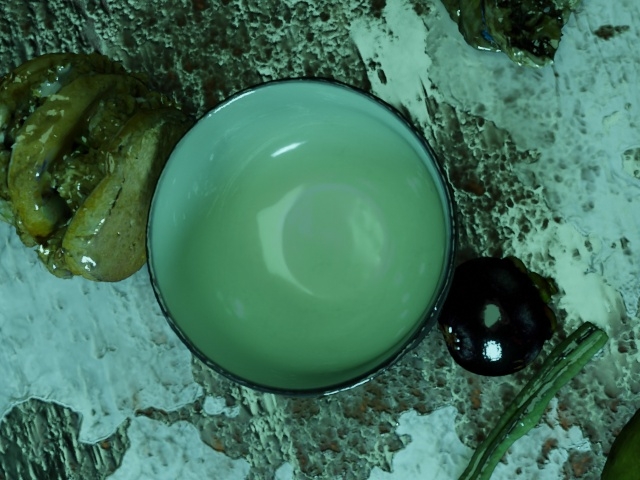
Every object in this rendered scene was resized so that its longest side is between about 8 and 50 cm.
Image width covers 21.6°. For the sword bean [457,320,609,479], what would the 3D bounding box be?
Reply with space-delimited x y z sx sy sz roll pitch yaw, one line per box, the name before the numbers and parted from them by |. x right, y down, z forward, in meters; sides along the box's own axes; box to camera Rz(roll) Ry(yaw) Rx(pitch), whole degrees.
sword bean | 0.234 0.203 1.927 0.043 0.038 0.269 41 98 35

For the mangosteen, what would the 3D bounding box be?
mangosteen | 0.206 0.078 1.898 0.151 0.137 0.137 -27 82 -24

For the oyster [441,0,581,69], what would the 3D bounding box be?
oyster | 0.209 -0.323 1.922 0.223 0.083 0.214 26 92 18

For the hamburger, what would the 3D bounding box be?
hamburger | -0.265 -0.096 1.932 0.211 0.260 0.245 28 63 26

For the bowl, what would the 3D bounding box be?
bowl | 0.000 0.000 1.894 0.354 0.185 0.353 -1 87 17

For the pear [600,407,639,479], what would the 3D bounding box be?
pear | 0.484 0.284 1.727 0.413 0.352 0.351 -6 88 14
